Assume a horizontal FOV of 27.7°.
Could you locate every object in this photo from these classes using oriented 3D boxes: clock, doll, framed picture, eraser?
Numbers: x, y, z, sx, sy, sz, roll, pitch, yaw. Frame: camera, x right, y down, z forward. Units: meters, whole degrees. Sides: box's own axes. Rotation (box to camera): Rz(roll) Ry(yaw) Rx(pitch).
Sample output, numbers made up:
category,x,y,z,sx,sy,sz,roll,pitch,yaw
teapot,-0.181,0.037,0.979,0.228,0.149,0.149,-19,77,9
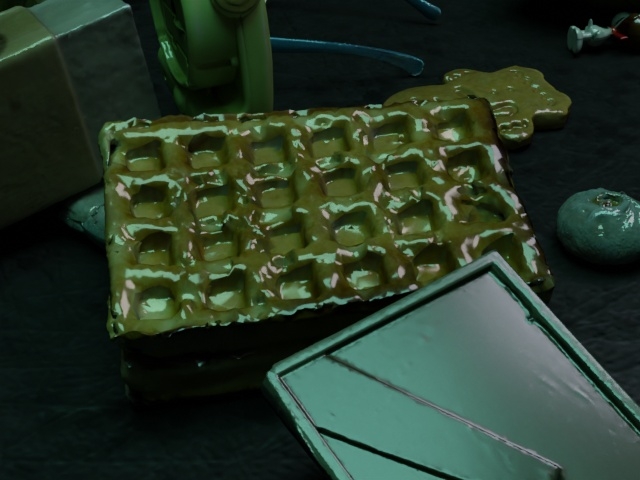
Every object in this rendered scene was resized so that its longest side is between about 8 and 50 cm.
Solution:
category,x,y,z,sx,sy,sz,roll,pitch,yaw
clock,-0.099,-0.209,1.076,0.069,0.232,0.170,-14,36,-15
doll,0.291,-0.207,1.290,0.085,0.040,0.058,-17,25,-26
framed picture,0.110,0.130,0.763,0.189,0.023,0.260,-28,58,-22
eraser,-0.291,-0.069,0.997,0.343,0.144,0.078,-28,40,-18

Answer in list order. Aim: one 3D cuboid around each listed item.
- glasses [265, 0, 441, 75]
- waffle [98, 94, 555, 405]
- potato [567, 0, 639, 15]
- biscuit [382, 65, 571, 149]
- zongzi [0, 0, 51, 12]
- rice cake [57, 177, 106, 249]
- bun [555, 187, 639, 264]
category,x,y,z,sx,sy,sz,roll,pitch,yaw
glasses,0.000,-0.213,1.317,0.220,0.088,0.190,21,36,-2
waffle,0.000,0.001,0.940,0.307,0.091,0.213,-6,48,-6
potato,0.305,-0.286,1.318,0.251,0.113,0.149,5,-8,9
biscuit,0.136,-0.121,1.188,0.184,0.027,0.133,-7,37,-7
zongzi,-0.304,-0.154,1.073,0.125,0.251,0.274,40,52,17
rice cake,-0.114,-0.053,1.092,0.124,0.038,0.211,25,44,33
bun,0.223,-0.014,1.014,0.083,0.045,0.083,1,31,0
